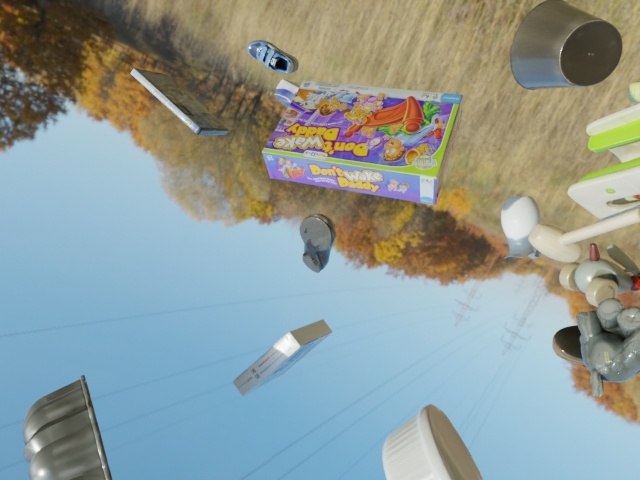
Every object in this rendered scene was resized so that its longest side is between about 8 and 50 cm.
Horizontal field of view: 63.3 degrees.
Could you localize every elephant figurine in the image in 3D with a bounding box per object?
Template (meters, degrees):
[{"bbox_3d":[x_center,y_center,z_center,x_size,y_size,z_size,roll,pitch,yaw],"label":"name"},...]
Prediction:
[{"bbox_3d":[0.651,0.225,1.086,0.239,0.186,0.169,26,-144,-40],"label":"elephant figurine"}]

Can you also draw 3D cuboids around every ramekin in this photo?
[{"bbox_3d":[0.230,0.476,1.030,0.273,0.127,0.273,54,-167,-19],"label":"ramekin"}]

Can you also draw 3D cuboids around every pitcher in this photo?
[{"bbox_3d":[0.698,-0.041,1.776,0.178,0.207,0.125,5,173,-40],"label":"pitcher"}]

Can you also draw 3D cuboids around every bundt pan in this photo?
[{"bbox_3d":[-0.460,0.429,0.963,0.124,0.330,0.331,-13,-150,-28],"label":"bundt pan"}]

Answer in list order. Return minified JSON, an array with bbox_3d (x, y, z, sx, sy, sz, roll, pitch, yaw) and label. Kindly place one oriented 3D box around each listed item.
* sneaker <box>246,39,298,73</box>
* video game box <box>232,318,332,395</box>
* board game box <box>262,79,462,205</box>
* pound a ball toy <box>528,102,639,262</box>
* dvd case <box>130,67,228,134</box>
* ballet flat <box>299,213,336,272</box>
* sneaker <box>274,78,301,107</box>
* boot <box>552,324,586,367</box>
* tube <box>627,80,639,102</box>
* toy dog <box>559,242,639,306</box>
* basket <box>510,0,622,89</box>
[{"bbox_3d":[-0.129,-0.482,1.363,0.144,0.053,0.059,23,-146,1],"label":"sneaker"},{"bbox_3d":[-0.082,0.268,1.210,0.048,0.187,0.205,53,-163,13],"label":"video game box"},{"bbox_3d":[0.089,-0.209,1.053,0.347,0.233,0.078,11,146,19],"label":"board game box"},{"bbox_3d":[0.459,-0.072,0.685,0.136,0.208,0.319,29,163,-16],"label":"pound a ball toy"},{"bbox_3d":[-0.388,-0.385,1.455,0.253,0.022,0.180,42,-162,3],"label":"dvd case"},{"bbox_3d":[0.000,0.000,1.157,0.084,0.058,0.250,36,157,14],"label":"ballet flat"},{"bbox_3d":[-0.004,-0.298,1.443,0.315,0.182,0.127,20,-164,-43],"label":"sneaker"},{"bbox_3d":[0.669,0.281,1.273,0.305,0.115,0.112,7,-135,-26],"label":"boot"},{"bbox_3d":[1.008,-0.439,1.467,0.240,0.062,0.070,4,153,49],"label":"tube"},{"bbox_3d":[0.840,0.074,1.461,0.334,0.161,0.220,-13,-157,-34],"label":"toy dog"},{"bbox_3d":[0.535,-0.415,1.135,0.154,0.204,0.227,9,-155,-6],"label":"basket"}]
